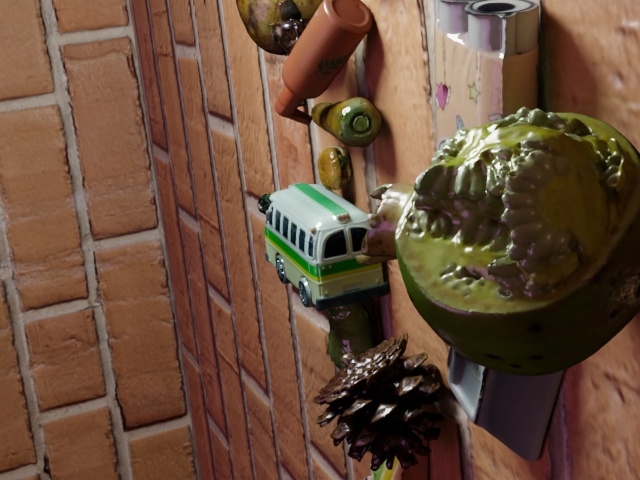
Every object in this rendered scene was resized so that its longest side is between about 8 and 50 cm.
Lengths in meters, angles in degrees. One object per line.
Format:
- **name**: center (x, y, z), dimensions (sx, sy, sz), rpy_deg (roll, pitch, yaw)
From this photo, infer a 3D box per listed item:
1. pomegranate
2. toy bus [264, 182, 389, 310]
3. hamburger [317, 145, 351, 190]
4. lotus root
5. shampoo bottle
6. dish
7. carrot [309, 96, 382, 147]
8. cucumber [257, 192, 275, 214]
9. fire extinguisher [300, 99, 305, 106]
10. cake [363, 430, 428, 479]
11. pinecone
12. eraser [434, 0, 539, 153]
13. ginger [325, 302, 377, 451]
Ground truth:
- **pomegranate**: center (0.174, -0.003, 1.090), dimensions (0.341, 0.260, 0.260), rpy_deg (8, 111, 44)
- **toy bus**: center (0.000, 0.000, 1.864), dimensions (0.276, 0.134, 0.164), rpy_deg (-142, 43, -62)
- **hamburger**: center (0.022, -0.121, 1.866), dimensions (0.083, 0.044, 0.076), rpy_deg (170, 88, -70)
- **lotus root**: center (-0.072, -0.414, 1.816), dimensions (0.169, 0.141, 0.314), rpy_deg (110, 146, -54)
- **shampoo bottle**: center (-0.007, -0.273, 1.708), dimensions (0.244, 0.085, 0.085), rpy_deg (-54, 49, 48)
- **dish**: center (0.216, 0.143, 1.378), dimensions (0.182, 0.080, 0.243), rpy_deg (-120, 26, -45)
- **carrot**: center (0.029, -0.197, 1.776), dimensions (0.298, 0.078, 0.078), rpy_deg (-144, 46, -72)
- **cucumber**: center (-0.076, -0.059, 2.185), dimensions (0.187, 0.058, 0.058), rpy_deg (-160, 61, -70)
- **fire extinguisher**: center (-0.045, -0.283, 2.011), dimensions (0.028, 0.022, 0.083), rpy_deg (0, -102, -77)
- **cake**: center (0.139, 0.371, 1.813), dimensions (0.109, 0.090, 0.225), rpy_deg (-134, 56, -63)
- **pinecone**: center (0.096, 0.247, 1.654), dimensions (0.208, 0.208, 0.207), rpy_deg (169, 90, -72)
- **eraser**: center (0.189, -0.134, 1.277), dimensions (0.171, 0.087, 0.290), rpy_deg (-135, 37, -58)
- **ginger**: center (0.061, 0.222, 1.896), dimensions (0.137, 0.089, 0.289), rpy_deg (-11, 95, 54)
